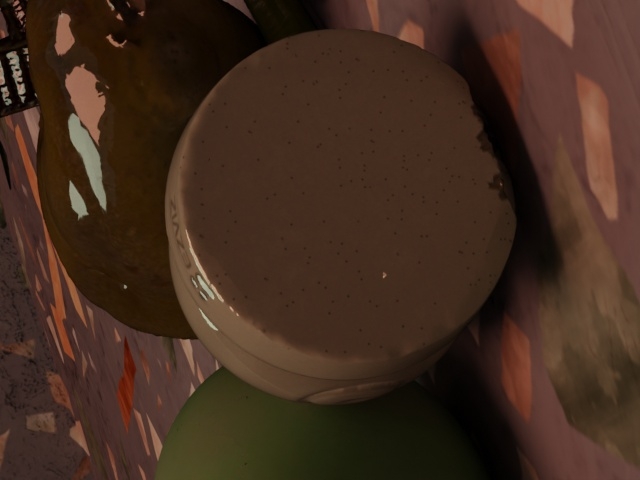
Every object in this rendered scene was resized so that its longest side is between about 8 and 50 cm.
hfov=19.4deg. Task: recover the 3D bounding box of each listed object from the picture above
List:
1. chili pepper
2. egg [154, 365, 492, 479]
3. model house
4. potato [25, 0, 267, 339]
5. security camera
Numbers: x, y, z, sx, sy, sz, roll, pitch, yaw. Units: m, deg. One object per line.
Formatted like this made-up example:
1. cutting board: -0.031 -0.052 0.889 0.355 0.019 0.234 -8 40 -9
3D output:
1. chili pepper: -0.029 -0.150 1.281 0.043 0.049 0.208 -56 40 26
2. egg: 0.003 0.184 1.196 0.270 0.220 0.220 -119 18 -52
3. model house: -0.285 -0.208 1.930 0.106 0.152 0.165 32 139 58
4. potato: -0.110 -0.069 1.327 0.351 0.202 0.218 77 -176 -56
5. security camera: 0.000 0.000 1.075 0.236 0.194 0.195 119 132 -73
